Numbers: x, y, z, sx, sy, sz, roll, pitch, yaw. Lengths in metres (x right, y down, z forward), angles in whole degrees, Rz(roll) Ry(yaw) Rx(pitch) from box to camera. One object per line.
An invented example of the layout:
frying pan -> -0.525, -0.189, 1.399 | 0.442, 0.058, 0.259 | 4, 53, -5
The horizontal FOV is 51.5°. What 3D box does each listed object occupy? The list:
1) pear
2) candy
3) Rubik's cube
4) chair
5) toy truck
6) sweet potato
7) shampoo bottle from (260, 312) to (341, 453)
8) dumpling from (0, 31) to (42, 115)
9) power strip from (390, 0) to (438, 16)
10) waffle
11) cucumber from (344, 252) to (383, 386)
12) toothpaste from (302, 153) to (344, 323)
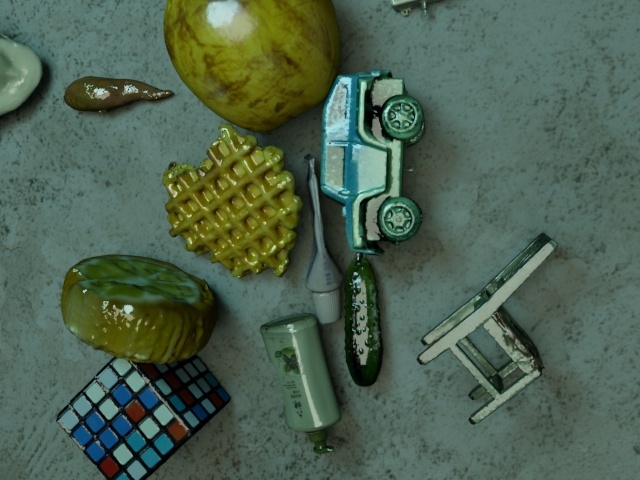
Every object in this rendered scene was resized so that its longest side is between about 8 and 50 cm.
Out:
pear -> -0.096, -0.306, 1.012 | 0.280, 0.280, 0.281 | 1, 95, 13
candy -> -0.298, 0.105, 1.101 | 0.259, 0.260, 0.118 | 23, 103, 11
Rubik's cube -> -0.299, 0.288, 1.151 | 0.182, 0.187, 0.184 | -44, 87, 12
chair -> 0.294, 0.134, 1.021 | 0.270, 0.136, 0.147 | -43, 86, 12
toy truck -> 0.085, -0.118, 1.038 | 0.156, 0.155, 0.279 | 3, 94, 10
sweet potato -> -0.377, -0.262, 1.187 | 0.226, 0.068, 0.068 | 0, 95, 13
shampoo bottle -> -0.027, 0.247, 1.123 | 0.118, 0.087, 0.234 | -13, 92, 53
dumpling -> -0.679, -0.297, 1.192 | 0.317, 0.187, 0.243 | 18, 95, 8
power strip -> 0.134, -0.537, 1.052 | 0.106, 0.043, 0.368 | -11, 92, 15
waffle -> -0.153, -0.061, 1.109 | 0.291, 0.051, 0.291 | 12, 122, 19
cucumber -> 0.071, 0.132, 1.113 | 0.069, 0.069, 0.228 | -3, 89, 14
toothpaste -> -0.001, 0.000, 1.101 | 0.099, 0.068, 0.283 | 10, 109, 55
